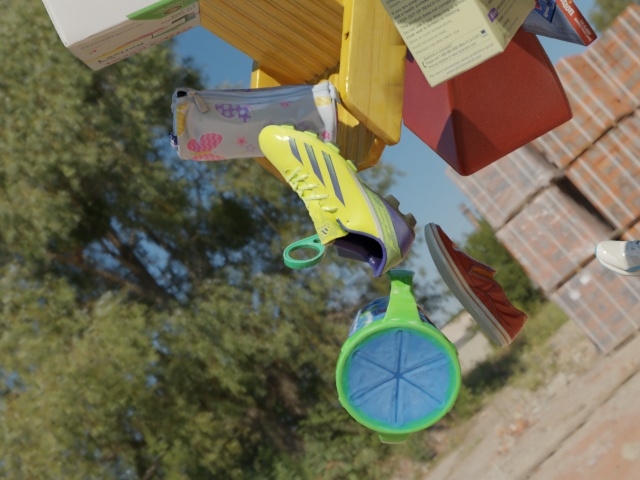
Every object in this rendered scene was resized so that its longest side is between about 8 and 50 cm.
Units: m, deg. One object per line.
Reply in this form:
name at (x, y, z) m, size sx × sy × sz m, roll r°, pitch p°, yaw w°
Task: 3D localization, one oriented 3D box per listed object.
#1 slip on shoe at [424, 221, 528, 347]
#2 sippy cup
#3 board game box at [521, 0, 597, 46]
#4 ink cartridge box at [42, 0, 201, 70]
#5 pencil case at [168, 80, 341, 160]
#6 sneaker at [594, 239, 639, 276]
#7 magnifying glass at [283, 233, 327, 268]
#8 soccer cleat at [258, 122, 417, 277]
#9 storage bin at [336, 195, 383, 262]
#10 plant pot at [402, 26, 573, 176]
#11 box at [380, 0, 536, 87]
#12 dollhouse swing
slip on shoe at (0.352, 0.089, 2.144) m, size 0.101 × 0.331 × 0.123 m, roll -36°, pitch -11°, yaw -6°
sippy cup at (0.145, 0.220, 1.811) m, size 0.305 × 0.240 × 0.224 m, roll -51°, pitch 12°, yaw 15°
board game box at (0.362, -0.403, 1.570) m, size 0.027 × 0.145 × 0.281 m, roll -41°, pitch 18°, yaw 6°
ink cartridge box at (-0.290, -0.357, 1.390) m, size 0.201 × 0.117 × 0.278 m, roll -25°, pitch 6°, yaw -4°
pencil case at (-0.105, -0.196, 1.505) m, size 0.273 × 0.113 × 0.124 m, roll -2°, pitch -55°, yaw -3°
sneaker at (0.697, 0.026, 1.965) m, size 0.087 × 0.228 × 0.092 m, roll -70°, pitch -15°, yaw -51°
magnifying glass at (0.000, 0.000, 2.164) m, size 0.231 × 0.092 × 0.026 m, roll -38°, pitch -48°, yaw -43°
soccer cleat at (0.014, -0.061, 1.395) m, size 0.121 × 0.289 × 0.093 m, roll -53°, pitch 5°, yaw -21°
storage bin at (0.073, -0.014, 1.814) m, size 0.098 × 0.091 × 0.135 m, roll -57°, pitch -36°, yaw -44°
plant pot at (0.311, -0.335, 1.870) m, size 0.267 × 0.267 × 0.236 m, roll -28°, pitch -50°, yaw -8°
box at (0.169, -0.370, 1.280) m, size 0.117 × 0.243 × 0.213 m, roll -23°, pitch 18°, yaw 35°
dollhouse swing at (-0.075, -0.291, 1.611) m, size 0.304 × 0.315 × 0.346 m, roll 13°, pitch -16°, yaw -32°
